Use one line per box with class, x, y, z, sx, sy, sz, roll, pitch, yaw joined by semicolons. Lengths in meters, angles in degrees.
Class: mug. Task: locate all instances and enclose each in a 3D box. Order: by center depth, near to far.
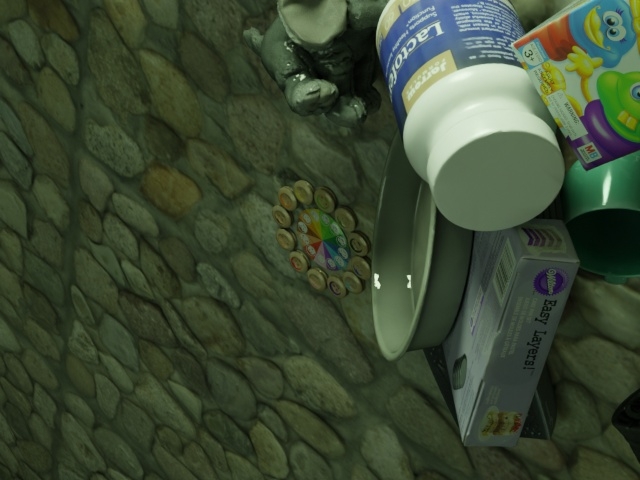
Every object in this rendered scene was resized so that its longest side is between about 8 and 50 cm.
mug;0.304;-0.031;1.267;0.129;0.097;0.158;22;148;-15

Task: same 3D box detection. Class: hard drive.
hard drive;0.202;0.128;1.559;0.172;0.054;0.255;-5;113;50

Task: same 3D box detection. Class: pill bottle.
pill bottle;0.148;-0.141;1.224;0.265;0.153;0.153;-101;13;-47

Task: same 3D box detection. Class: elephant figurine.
elephant figurine;0.034;-0.264;1.389;0.169;0.186;0.239;-99;24;-49

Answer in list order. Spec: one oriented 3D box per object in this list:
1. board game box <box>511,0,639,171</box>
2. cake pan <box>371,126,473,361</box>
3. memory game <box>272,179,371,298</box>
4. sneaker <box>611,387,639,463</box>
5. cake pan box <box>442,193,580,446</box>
board game box;0.329;-0.186;1.060;0.275;0.144;0.142;-24;99;54
cake pan;0.115;-0.004;1.417;0.054;0.293;0.293;6;137;-9
memory game;0.000;0.000;1.722;0.186;0.012;0.186;28;136;31
sneaker;0.456;0.234;1.335;0.286;0.109;0.130;7;129;56
cake pan box;0.189;0.042;1.312;0.246;0.070;0.267;-99;16;-54
